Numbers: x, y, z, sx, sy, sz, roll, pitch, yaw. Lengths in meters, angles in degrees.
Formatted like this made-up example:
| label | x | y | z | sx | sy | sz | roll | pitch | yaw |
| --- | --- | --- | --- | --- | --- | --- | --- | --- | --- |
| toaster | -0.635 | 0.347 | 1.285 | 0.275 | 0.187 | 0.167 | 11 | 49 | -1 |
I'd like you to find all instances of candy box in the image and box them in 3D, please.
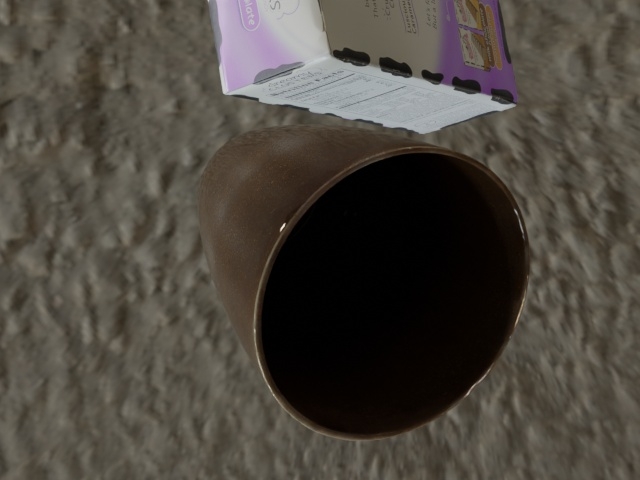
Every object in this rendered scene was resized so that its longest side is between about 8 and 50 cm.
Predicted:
| label | x | y | z | sx | sy | sz | roll | pitch | yaw |
| --- | --- | --- | --- | --- | --- | --- | --- | --- | --- |
| candy box | 0.019 | -0.153 | 0.803 | 0.070 | 0.196 | 0.164 | -16 | 79 | 33 |

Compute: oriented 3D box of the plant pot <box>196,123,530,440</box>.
| label | x | y | z | sx | sy | sz | roll | pitch | yaw |
| --- | --- | --- | --- | --- | --- | --- | --- | --- | --- |
| plant pot | 0.000 | 0.000 | 1.102 | 0.215 | 0.230 | 0.215 | -12 | 116 | -25 |
